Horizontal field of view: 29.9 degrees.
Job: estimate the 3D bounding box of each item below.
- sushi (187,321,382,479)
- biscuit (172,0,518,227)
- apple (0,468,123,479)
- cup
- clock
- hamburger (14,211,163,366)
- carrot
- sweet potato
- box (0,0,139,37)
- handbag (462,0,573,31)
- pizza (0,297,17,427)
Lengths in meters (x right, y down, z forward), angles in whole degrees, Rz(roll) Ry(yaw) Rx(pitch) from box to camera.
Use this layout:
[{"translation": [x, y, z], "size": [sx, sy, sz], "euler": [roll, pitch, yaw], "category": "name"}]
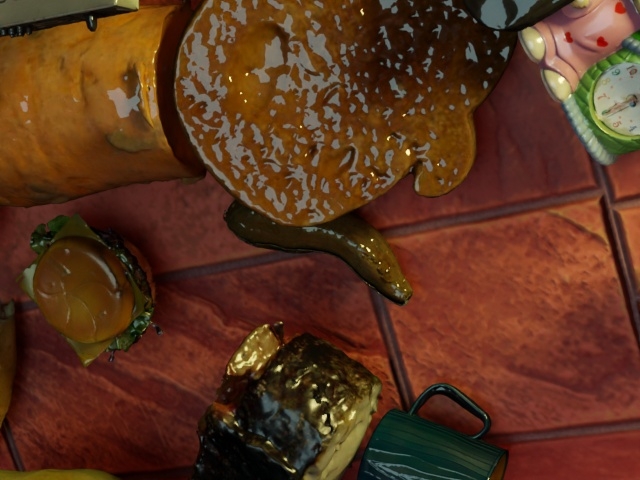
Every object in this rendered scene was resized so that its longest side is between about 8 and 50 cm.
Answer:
[{"translation": [-0.061, 0.245, 1.358], "size": [0.182, 0.196, 0.343], "euler": [26, 116, 8], "category": "sushi"}, {"translation": [0.039, -0.176, 1.187], "size": [0.367, 0.063, 0.314], "euler": [-43, 98, 7], "category": "biscuit"}, {"translation": [-0.326, 0.501, 1.428], "size": [0.473, 0.473, 0.473], "euler": [8, 110, 23], "category": "apple"}, {"translation": [0.129, 0.246, 1.331], "size": [0.138, 0.150, 0.113], "euler": [21, 149, 20], "category": "cup"}, {"translation": [0.304, -0.184, 1.100], "size": [0.195, 0.100, 0.194], "euler": [-29, 97, 32], "category": "clock"}, {"translation": [-0.273, 0.051, 1.450], "size": [0.164, 0.093, 0.189], "euler": [-30, 94, 28], "category": "hamburger"}, {"translation": [-0.282, -0.151, 1.321], "size": [0.341, 0.224, 0.224], "euler": [-3, 105, 21], "category": "carrot"}, {"translation": [0.002, -0.004, 1.324], "size": [0.233, 0.062, 0.081], "euler": [23, 130, 13], "category": "sweet potato"}, {"translation": [-0.293, -0.295, 1.180], "size": [0.270, 0.045, 0.211], "euler": [-5, 88, 31], "category": "box"}, {"translation": [0.254, -0.326, 1.041], "size": [0.332, 0.075, 0.191], "euler": [-28, 67, 16], "category": "handbag"}, {"translation": [-0.531, 0.146, 1.620], "size": [0.288, 0.075, 0.280], "euler": [35, 114, 13], "category": "pizza"}]
